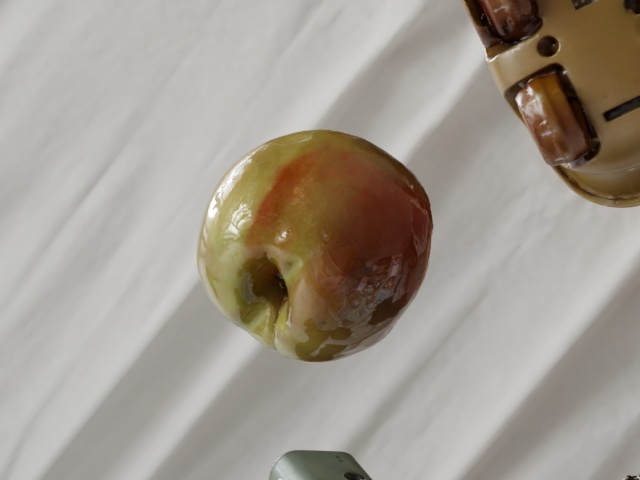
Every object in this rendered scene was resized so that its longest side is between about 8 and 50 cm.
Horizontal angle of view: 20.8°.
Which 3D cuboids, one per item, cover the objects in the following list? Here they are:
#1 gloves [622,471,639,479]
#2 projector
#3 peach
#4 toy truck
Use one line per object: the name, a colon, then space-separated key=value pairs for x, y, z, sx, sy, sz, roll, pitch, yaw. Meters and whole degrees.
gloves: x=0.314 y=0.261 z=1.456 sx=0.210 sy=0.135 sz=0.312 roll=5 pitch=-169 yaw=28
projector: x=0.004 y=0.233 z=1.481 sx=0.083 sy=0.083 sz=0.082 roll=4 pitch=-162 yaw=-25
peach: x=0.000 y=0.000 z=1.347 sx=0.184 sy=0.184 sz=0.184 roll=36 pitch=-165 yaw=-11
toy truck: x=0.266 y=-0.180 z=1.654 sx=0.288 sy=0.204 sz=0.211 roll=66 pitch=-171 yaw=9
